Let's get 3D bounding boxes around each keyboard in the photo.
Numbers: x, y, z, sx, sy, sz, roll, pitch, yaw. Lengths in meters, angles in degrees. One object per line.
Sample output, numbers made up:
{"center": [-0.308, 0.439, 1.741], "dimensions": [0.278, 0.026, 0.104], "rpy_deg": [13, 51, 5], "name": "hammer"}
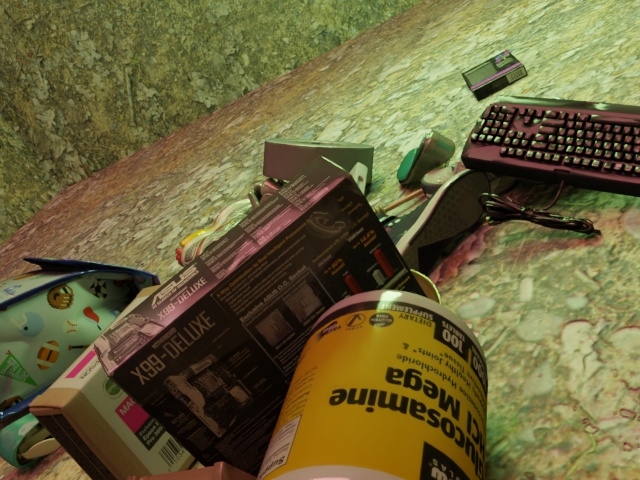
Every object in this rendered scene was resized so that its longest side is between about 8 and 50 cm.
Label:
{"center": [0.323, -0.097, 0.986], "dimensions": [0.317, 0.033, 0.202], "rpy_deg": [15, 77, 42], "name": "keyboard"}

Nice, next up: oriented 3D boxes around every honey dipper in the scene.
{"center": [0.148, -0.073, 1.310], "dimensions": [0.160, 0.031, 0.030], "rpy_deg": [-29, 21, 3], "name": "honey dipper"}

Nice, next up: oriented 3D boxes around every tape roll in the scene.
{"center": [-0.004, -0.159, 1.493], "dimensions": [0.219, 0.072, 0.219], "rpy_deg": [4, 10, -1], "name": "tape roll"}

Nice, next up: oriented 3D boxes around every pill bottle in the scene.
{"center": [0.043, 0.206, 0.631], "dimensions": [0.187, 0.188, 0.334], "rpy_deg": [-22, 24, 24], "name": "pill bottle"}

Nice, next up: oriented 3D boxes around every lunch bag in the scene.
{"center": [-0.547, 0.155, 1.508], "dimensions": [0.385, 0.239, 0.327], "rpy_deg": [-27, 14, -35], "name": "lunch bag"}

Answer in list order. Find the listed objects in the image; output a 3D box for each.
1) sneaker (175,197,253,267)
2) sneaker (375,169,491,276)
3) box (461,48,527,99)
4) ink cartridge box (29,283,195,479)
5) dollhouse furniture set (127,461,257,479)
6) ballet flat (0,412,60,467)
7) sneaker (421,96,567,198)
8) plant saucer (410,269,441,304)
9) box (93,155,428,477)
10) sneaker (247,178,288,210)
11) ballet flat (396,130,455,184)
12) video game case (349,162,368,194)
{"center": [-0.188, -0.003, 1.573], "dimensions": [0.225, 0.088, 0.092], "rpy_deg": [-41, 43, -20], "name": "sneaker"}
{"center": [0.140, -0.032, 1.144], "dimensions": [0.226, 0.086, 0.163], "rpy_deg": [-44, 26, -19], "name": "sneaker"}
{"center": [0.373, -0.360, 1.629], "dimensions": [0.116, 0.029, 0.162], "rpy_deg": [-26, 23, 13], "name": "box"}
{"center": [-0.227, 0.204, 0.997], "dimensions": [0.088, 0.193, 0.235], "rpy_deg": [-12, 30, 43], "name": "ink cartridge box"}
{"center": [-0.113, 0.327, 0.712], "dimensions": [0.129, 0.129, 0.184], "rpy_deg": [-18, 49, 30], "name": "dollhouse furniture set"}
{"center": [-0.417, 0.290, 1.252], "dimensions": [0.247, 0.083, 0.087], "rpy_deg": [-38, 51, -13], "name": "ballet flat"}
{"center": [0.273, -0.144, 1.163], "dimensions": [0.282, 0.122, 0.110], "rpy_deg": [-17, 26, 34], "name": "sneaker"}
{"center": [0.048, 0.131, 0.955], "dimensions": [0.240, 0.037, 0.241], "rpy_deg": [-24, 31, 15], "name": "plant saucer"}
{"center": [-0.043, 0.100, 0.808], "dimensions": [0.307, 0.242, 0.076], "rpy_deg": [-41, 33, -7], "name": "box"}
{"center": [-0.059, -0.066, 1.453], "dimensions": [0.262, 0.121, 0.099], "rpy_deg": [-2, 37, 52], "name": "sneaker"}
{"center": [0.187, -0.134, 1.330], "dimensions": [0.213, 0.068, 0.072], "rpy_deg": [126, 167, -79], "name": "ballet flat"}
{"center": [0.000, 0.000, 1.227], "dimensions": [0.227, 0.026, 0.206], "rpy_deg": [-53, 11, 27], "name": "video game case"}
